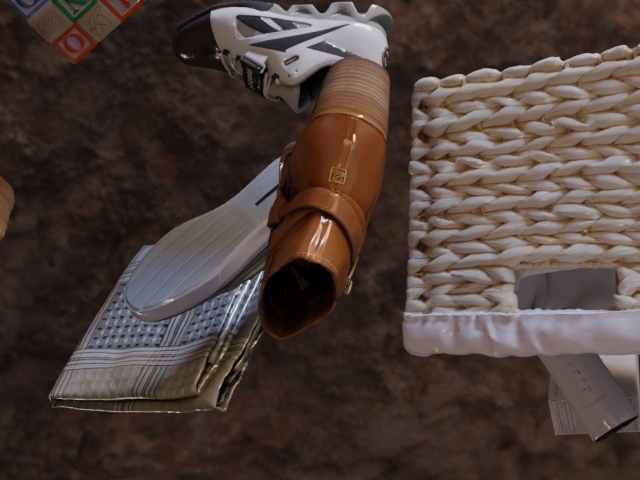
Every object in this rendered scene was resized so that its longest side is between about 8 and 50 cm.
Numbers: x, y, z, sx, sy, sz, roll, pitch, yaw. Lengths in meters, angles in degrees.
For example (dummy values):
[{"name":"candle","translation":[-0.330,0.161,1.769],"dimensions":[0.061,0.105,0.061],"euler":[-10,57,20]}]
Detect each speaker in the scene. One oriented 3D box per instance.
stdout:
[{"name":"speaker","translation":[0.274,0.142,1.055],"dimensions":[0.055,0.136,0.055],"euler":[-25,-24,-12]}]

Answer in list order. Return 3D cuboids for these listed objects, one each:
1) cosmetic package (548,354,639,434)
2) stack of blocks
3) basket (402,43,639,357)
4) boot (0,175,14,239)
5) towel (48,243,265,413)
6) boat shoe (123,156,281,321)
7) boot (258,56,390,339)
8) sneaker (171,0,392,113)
[{"name":"cosmetic package","translation":[0.332,0.132,1.214],"dimensions":[0.239,0.098,0.060],"euler":[-67,-33,-53]},{"name":"stack of blocks","translation":[-0.273,-0.394,1.288],"dimensions":[0.297,0.087,0.171],"euler":[-40,-51,7]},{"name":"basket","translation":[0.284,-0.030,0.965],"dimensions":[0.331,0.328,0.267],"euler":[-3,-90,-55]},{"name":"boot","translation":[-0.450,-0.105,1.109],"dimensions":[0.096,0.264,0.280],"euler":[-30,-65,-4]},{"name":"towel","translation":[-0.202,0.105,1.403],"dimensions":[0.056,0.324,0.312],"euler":[59,-139,-34]},{"name":"boat shoe","translation":[-0.096,0.009,1.221],"dimensions":[0.302,0.109,0.094],"euler":[-36,-43,-5]},{"name":"boot","translation":[0.000,0.000,0.914],"dimensions":[0.283,0.109,0.220],"euler":[116,170,-56]},{"name":"sneaker","translation":[-0.067,-0.256,1.441],"dimensions":[0.122,0.330,0.146],"euler":[50,-137,-64]}]
